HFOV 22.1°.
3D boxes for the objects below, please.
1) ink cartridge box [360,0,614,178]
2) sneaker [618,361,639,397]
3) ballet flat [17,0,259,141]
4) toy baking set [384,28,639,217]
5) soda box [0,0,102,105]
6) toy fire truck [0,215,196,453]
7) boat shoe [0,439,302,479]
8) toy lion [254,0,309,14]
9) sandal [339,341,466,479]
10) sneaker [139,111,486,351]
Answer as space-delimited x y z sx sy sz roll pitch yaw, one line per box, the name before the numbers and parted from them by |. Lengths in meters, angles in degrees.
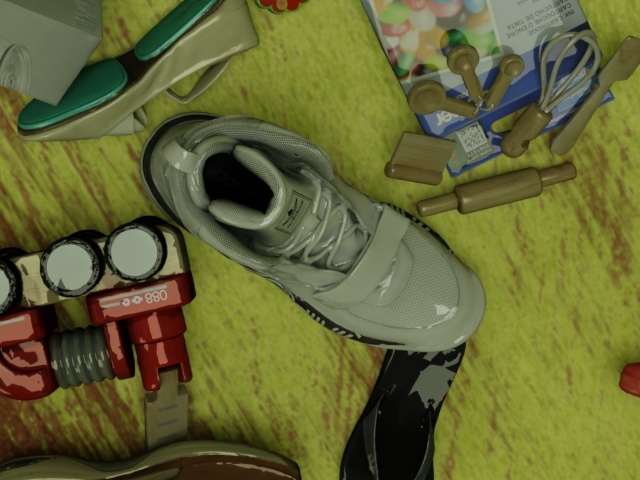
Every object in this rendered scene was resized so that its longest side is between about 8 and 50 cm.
ink cartridge box | 0.138 -0.227 1.539 0.185 0.065 0.311 -26 105 5
sneaker | 0.401 0.093 1.622 0.221 0.087 0.128 -1 95 -14
ballet flat | -0.166 -0.147 1.543 0.248 0.086 0.086 -33 102 5
toy baking set | 0.185 -0.108 1.534 0.256 0.030 0.197 -11 136 -11
soda box | -0.339 -0.224 1.445 0.286 0.091 0.098 20 132 -29
toy fire truck | -0.216 0.114 1.580 0.217 0.158 0.246 -13 93 1
boat shoe | -0.176 0.280 1.604 0.323 0.120 0.123 -6 135 5
toy lion | -0.041 -0.266 1.536 0.096 0.034 0.100 24 92 -20
sandal | 0.078 0.192 1.639 0.097 0.054 0.255 11 103 -4
sneaker | 0.000 0.000 1.500 0.365 0.210 0.137 30 89 -6
